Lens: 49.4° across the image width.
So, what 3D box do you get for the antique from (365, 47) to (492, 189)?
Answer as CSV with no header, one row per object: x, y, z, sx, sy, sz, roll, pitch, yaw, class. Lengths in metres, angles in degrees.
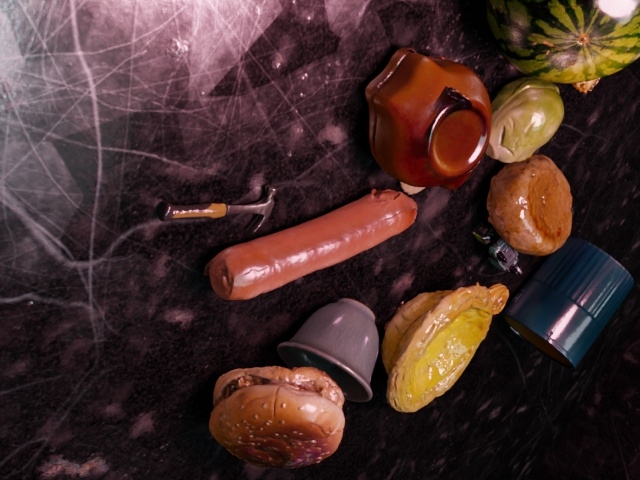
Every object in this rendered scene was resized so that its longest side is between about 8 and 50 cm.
0.189,-0.192,1.172,0.223,0.129,0.278,-47,138,-6,antique

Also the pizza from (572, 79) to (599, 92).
0.556,-0.453,1.403,0.287,0.074,0.251,19,103,-54,pizza

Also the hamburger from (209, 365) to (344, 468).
-0.081,0.322,1.262,0.243,0.146,0.286,14,143,-17,hamburger

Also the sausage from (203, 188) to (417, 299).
0.000,0.000,1.174,0.418,0.094,0.094,-23,164,-34,sausage

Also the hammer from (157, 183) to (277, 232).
-0.151,-0.042,1.033,0.200,0.021,0.078,-7,125,-43,hammer

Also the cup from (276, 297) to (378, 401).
0.038,0.192,1.324,0.150,0.199,0.199,-59,148,-26,cup

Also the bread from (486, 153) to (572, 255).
0.452,-0.074,1.521,0.229,0.123,0.230,8,78,-41,bread

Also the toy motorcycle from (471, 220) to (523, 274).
0.422,0.026,1.638,0.058,0.100,0.173,-48,141,-2,toy motorcycle

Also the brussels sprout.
0.397,-0.242,1.367,0.183,0.131,0.145,-31,160,-27,brussels sprout

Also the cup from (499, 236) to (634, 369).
0.691,0.178,1.932,0.292,0.242,0.308,-52,141,-4,cup

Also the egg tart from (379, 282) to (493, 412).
0.254,0.227,1.594,0.345,0.132,0.346,-27,138,-28,egg tart

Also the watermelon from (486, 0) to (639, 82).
0.407,-0.392,1.118,0.285,0.285,0.285,-28,137,-29,watermelon

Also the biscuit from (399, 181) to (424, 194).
0.192,-0.141,1.320,0.120,0.015,0.120,-28,137,-29,biscuit

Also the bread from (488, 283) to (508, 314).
0.450,0.155,1.819,0.110,0.044,0.083,-12,125,-43,bread
